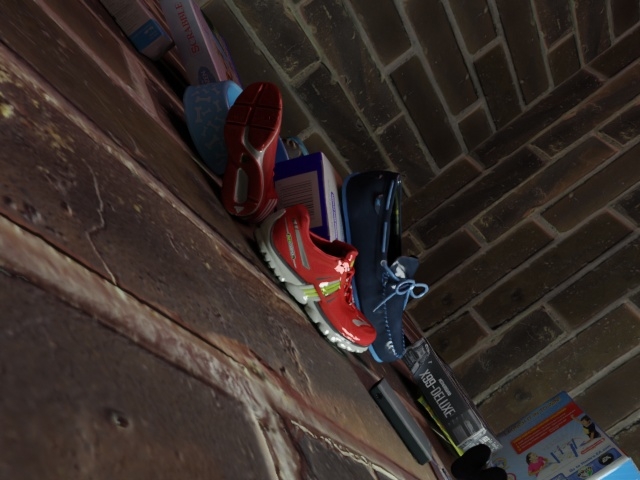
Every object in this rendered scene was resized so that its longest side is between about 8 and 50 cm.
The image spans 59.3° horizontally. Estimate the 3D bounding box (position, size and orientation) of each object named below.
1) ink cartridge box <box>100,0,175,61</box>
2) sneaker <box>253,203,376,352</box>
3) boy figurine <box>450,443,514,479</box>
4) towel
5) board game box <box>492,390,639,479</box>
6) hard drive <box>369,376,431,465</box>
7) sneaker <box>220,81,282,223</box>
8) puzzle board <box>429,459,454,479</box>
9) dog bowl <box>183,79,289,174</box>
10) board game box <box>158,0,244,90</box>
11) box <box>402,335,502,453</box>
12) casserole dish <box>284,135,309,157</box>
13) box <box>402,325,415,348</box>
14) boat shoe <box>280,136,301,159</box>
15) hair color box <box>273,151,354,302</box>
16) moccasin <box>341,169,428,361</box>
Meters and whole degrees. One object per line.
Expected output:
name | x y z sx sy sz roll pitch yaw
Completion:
ink cartridge box | -0.374 -0.452 1.105 0.180 0.060 0.104 53 5 -7
sneaker | 0.018 0.062 0.864 0.279 0.118 0.107 51 6 -25
boy figurine | 0.340 0.486 1.020 0.285 0.092 0.177 55 3 -29
towel | 0.297 0.452 1.328 0.237 0.021 0.102 54 9 2
board game box | 0.559 0.553 1.374 0.086 0.308 0.302 53 6 -12
hard drive | 0.130 0.287 0.903 0.135 0.022 0.094 55 5 12
sneaker | -0.105 -0.133 0.905 0.086 0.221 0.128 12 -12 7
puzzle board | 0.222 0.420 0.913 0.096 0.011 0.128 51 5 -29
dog bowl | -0.136 -0.175 1.022 0.297 0.074 0.166 43 33 -60
board game box | -0.230 -0.354 1.285 0.318 0.065 0.319 -33 101 -85
box | 0.318 0.388 1.351 0.242 0.076 0.307 59 6 36
casserole dish | -0.099 -0.245 1.646 0.188 0.037 0.114 -13 -67 47
box | 0.247 0.293 1.770 0.233 0.044 0.159 55 6 12
boat shoe | -0.110 -0.224 1.552 0.355 0.130 0.132 51 5 -20
hair color box | 0.023 -0.007 1.093 0.339 0.110 0.185 46 36 -63
moccasin | 0.116 0.042 0.985 0.137 0.116 0.342 -13 93 -72
